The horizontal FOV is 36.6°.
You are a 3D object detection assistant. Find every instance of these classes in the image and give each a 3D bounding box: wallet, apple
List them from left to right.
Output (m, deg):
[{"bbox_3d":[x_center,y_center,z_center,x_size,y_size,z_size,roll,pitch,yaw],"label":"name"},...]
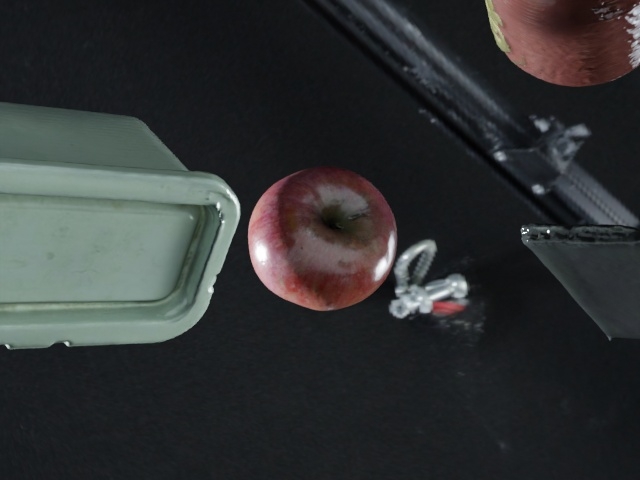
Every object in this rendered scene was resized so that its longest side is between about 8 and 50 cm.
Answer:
[{"bbox_3d":[0.000,0.000,0.998,0.153,0.120,0.153,7,-119,-13],"label":"apple"},{"bbox_3d":[0.334,0.054,1.052,0.285,0.146,0.030,38,-117,-45],"label":"wallet"}]

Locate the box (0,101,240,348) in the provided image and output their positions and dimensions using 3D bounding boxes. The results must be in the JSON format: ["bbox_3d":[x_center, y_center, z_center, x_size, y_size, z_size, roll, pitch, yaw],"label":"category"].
[{"bbox_3d":[-0.252,-0.028,0.827,0.312,0.182,0.175,2,-58,-34],"label":"box"}]

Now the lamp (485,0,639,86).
[{"bbox_3d":[0.224,-0.242,0.846,0.180,0.258,0.180,-5,-109,15],"label":"lamp"}]
